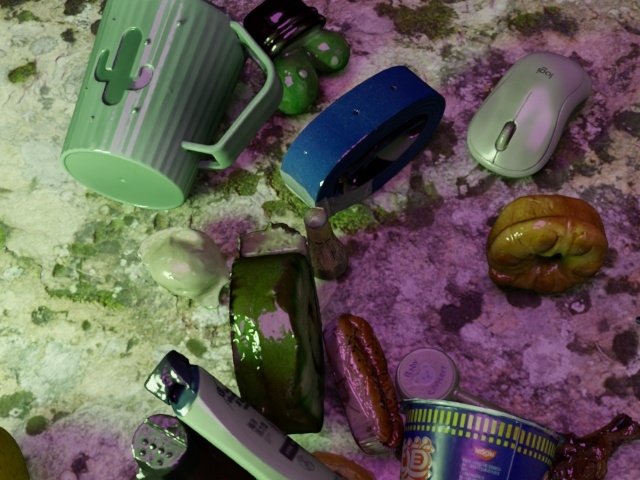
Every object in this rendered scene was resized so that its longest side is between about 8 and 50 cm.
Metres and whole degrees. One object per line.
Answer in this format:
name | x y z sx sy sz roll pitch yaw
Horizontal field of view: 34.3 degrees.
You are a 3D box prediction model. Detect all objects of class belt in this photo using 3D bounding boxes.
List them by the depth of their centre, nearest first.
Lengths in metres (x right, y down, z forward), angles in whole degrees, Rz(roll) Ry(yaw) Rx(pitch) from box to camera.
belt | 0.085 -0.197 2.042 0.347 0.212 0.117 -39 66 -16

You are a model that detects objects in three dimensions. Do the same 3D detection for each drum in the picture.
drum | 0.259 0.264 1.871 0.253 0.049 0.130 11 65 13

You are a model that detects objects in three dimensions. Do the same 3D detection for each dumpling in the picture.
dumpling | -0.259 0.046 2.025 0.199 0.118 0.136 41 76 2

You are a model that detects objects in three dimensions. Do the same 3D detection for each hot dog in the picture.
hot dog | 0.081 0.253 1.852 0.075 0.144 0.267 -30 70 25

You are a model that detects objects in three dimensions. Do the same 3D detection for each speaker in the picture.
speaker | -0.263 0.414 1.727 0.259 0.329 0.198 -39 64 -4

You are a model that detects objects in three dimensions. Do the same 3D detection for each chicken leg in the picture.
chicken leg | 0.461 0.369 1.781 0.125 0.080 0.196 33 64 11

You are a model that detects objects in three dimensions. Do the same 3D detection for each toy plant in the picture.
toy plant | -0.055 -0.401 2.200 0.218 0.175 0.235 -39 90 -18

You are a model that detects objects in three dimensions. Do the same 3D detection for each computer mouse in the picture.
computer mouse | 0.426 -0.266 2.081 0.184 0.121 0.297 36 72 21

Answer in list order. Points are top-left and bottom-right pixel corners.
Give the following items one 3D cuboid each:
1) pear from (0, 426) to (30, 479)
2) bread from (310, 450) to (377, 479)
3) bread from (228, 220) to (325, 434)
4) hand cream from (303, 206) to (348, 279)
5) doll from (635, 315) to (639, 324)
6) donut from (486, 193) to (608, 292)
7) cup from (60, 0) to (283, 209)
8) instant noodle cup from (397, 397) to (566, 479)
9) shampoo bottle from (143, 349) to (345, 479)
pear | -0.667 0.482 1.720 0.363 0.362 0.418 16 64 15
bread | 0.015 0.452 1.742 0.197 0.170 0.197 0 77 -2
bread | -0.067 0.147 1.796 0.129 0.366 0.381 -8 72 5
hand cream | 0.000 0.000 1.956 0.084 0.203 0.084 -4 63 8
doll | 0.637 0.163 1.852 0.152 0.085 0.114 19 44 6
donut | 0.409 0.009 1.886 0.227 0.226 0.113 -2 54 7
cup | -0.307 -0.293 2.073 0.401 0.310 0.392 -6 61 45
instant noodle cup | 0.231 0.441 1.681 0.284 0.284 0.312 10 73 13
shampoo bottle | -0.113 0.307 1.597 0.359 0.134 0.078 39 96 0
